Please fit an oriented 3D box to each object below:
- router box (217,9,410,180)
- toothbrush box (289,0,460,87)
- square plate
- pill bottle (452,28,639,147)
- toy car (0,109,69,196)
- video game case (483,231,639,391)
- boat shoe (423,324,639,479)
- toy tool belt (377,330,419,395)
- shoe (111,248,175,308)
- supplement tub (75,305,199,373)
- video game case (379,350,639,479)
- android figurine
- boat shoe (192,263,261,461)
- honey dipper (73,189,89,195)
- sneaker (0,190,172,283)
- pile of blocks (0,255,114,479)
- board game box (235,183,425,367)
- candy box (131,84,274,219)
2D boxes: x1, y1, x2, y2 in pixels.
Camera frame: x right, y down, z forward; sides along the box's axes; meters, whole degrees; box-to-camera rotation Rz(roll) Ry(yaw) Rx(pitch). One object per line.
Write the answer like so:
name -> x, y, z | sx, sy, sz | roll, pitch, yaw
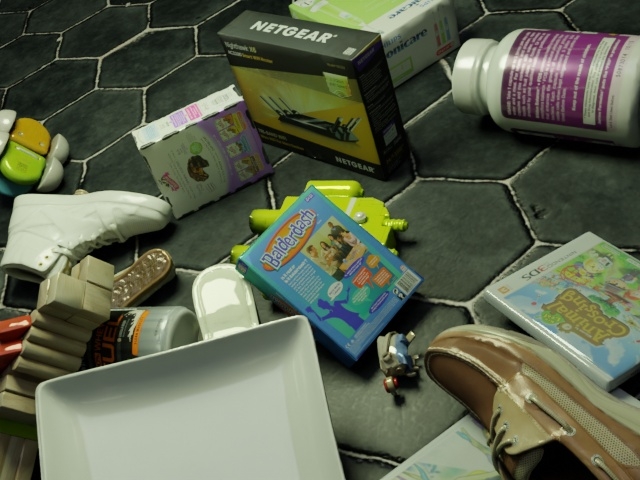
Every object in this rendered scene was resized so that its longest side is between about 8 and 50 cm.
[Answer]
router box -> -0.011, -0.251, 1.377 | 0.309, 0.242, 0.081 | 21, 56, 38
toothbrush box -> 0.105, -0.431, 1.614 | 0.206, 0.122, 0.283 | -35, 42, -16
square plate -> -0.142, 0.286, 0.924 | 0.348, 0.049, 0.343 | -15, 62, -1
pill bottle -> 0.370, -0.247, 1.273 | 0.302, 0.169, 0.169 | 14, 52, 32
toy car -> -0.604, -0.160, 1.616 | 0.136, 0.159, 0.182 | -44, 33, 28
video game case -> 0.349, 0.079, 1.017 | 0.193, 0.023, 0.212 | -26, 40, -21
boat shoe -> 0.224, 0.192, 0.819 | 0.116, 0.123, 0.324 | -36, 42, -28
toy tool belt -> 0.104, 0.155, 1.042 | 0.051, 0.052, 0.083 | -20, 41, 14
shoe -> -0.326, 0.093, 1.287 | 0.219, 0.058, 0.076 | -32, 73, -6
supplement tub -> -0.273, 0.153, 1.148 | 0.191, 0.117, 0.117 | -4, 44, 19
video game case -> 0.250, 0.276, 0.827 | 0.329, 0.036, 0.300 | -30, 41, -24
android figurine -> 0.000, 0.000, 1.248 | 0.273, 0.056, 0.248 | 2, 46, 26
boat shoe -> -0.114, 0.175, 1.075 | 0.109, 0.091, 0.304 | -10, 52, -2
honey dipper -> -0.464, -0.028, 1.488 | 0.031, 0.030, 0.160 | -6, 47, 17
sneaker -> -0.403, 0.008, 1.384 | 0.293, 0.108, 0.169 | -2, 61, 11
pile of blocks -> -0.403, 0.175, 1.059 | 0.149, 0.113, 0.362 | 16, 80, 49
board game box -> 0.013, 0.046, 1.112 | 0.210, 0.047, 0.160 | 41, 66, 6
candy box -> -0.203, -0.153, 1.409 | 0.196, 0.164, 0.070 | -26, 41, -7
